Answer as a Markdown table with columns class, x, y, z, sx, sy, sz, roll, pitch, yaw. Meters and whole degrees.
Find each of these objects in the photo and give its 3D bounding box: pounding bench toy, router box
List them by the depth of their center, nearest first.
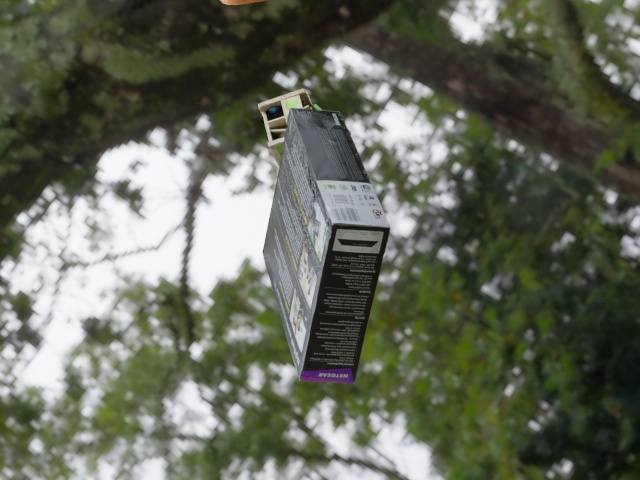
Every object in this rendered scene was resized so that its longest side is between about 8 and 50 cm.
| class | x | y | z | sx | sy | sz | roll | pitch | yaw |
| --- | --- | --- | --- | --- | --- | --- | --- | --- | --- |
| router box | 0.000 | 0.000 | 1.109 | 0.046 | 0.179 | 0.133 | 4 | -59 | -14 |
| pounding bench toy | -0.014 | -0.122 | 1.558 | 0.083 | 0.065 | 0.052 | -18 | -33 | 7 |

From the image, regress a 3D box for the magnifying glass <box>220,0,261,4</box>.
| class | x | y | z | sx | sy | sz | roll | pitch | yaw |
| --- | --- | --- | --- | --- | --- | --- | --- | --- | --- |
| magnifying glass | -0.044 | -0.216 | 0.667 | 0.092 | 0.026 | 0.231 | -9 | -57 | -7 |
